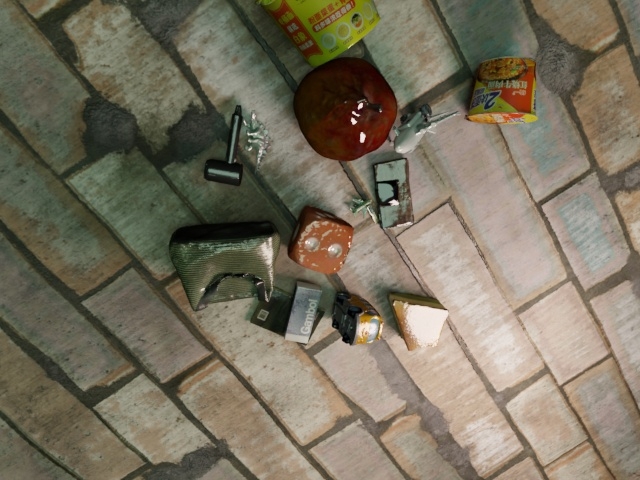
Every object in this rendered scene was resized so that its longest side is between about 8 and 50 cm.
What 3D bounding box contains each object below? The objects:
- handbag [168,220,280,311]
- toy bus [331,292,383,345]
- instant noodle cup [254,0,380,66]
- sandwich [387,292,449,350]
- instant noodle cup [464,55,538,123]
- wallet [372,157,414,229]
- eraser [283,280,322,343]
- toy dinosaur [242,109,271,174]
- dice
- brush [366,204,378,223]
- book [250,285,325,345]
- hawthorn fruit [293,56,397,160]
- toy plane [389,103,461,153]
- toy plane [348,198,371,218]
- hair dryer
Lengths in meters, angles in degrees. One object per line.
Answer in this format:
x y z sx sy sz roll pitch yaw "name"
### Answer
-0.289 0.069 1.325 0.342 0.247 0.239 -7 108 -12 "handbag"
0.128 0.271 1.465 0.137 0.209 0.125 5 105 -19 "toy bus"
0.006 -0.632 1.146 0.312 0.311 0.221 -36 116 4 "instant noodle cup"
0.327 0.296 1.543 0.220 0.108 0.185 13 103 -13 "sandwich"
0.566 -0.461 1.312 0.214 0.213 0.173 2 98 -8 "instant noodle cup"
0.248 -0.156 1.436 0.125 0.042 0.229 -12 109 -6 "wallet"
-0.063 0.253 1.486 0.092 0.046 0.212 11 104 -11 "eraser"
-0.197 -0.303 1.330 0.082 0.039 0.208 -10 118 -26 "toy dinosaur"
0.000 0.000 1.381 0.180 0.174 0.174 22 101 -12 "dice"
0.180 -0.088 1.447 0.016 0.013 0.083 -42 131 -10 "brush"
-0.116 0.272 1.524 0.229 0.024 0.160 26 102 -14 "book"
0.068 -0.367 1.215 0.309 0.324 0.307 8 118 15 "hawthorn fruit"
0.280 -0.334 1.276 0.255 0.251 0.101 -40 105 -40 "toy plane"
0.138 -0.115 1.438 0.083 0.033 0.080 -35 107 -4 "toy plane"
-0.288 -0.299 1.315 0.115 0.070 0.247 8 101 -10 "hair dryer"
